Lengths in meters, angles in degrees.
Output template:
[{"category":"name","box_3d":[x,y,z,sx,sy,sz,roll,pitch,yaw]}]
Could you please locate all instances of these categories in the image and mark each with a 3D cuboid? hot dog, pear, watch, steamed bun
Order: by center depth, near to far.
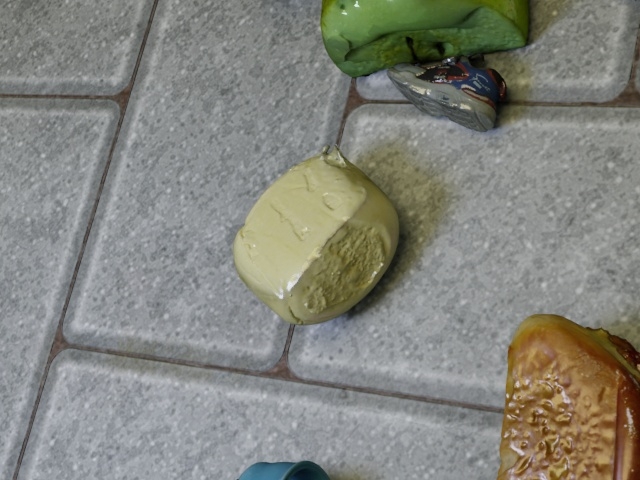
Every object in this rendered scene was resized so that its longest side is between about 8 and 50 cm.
[{"category":"hot dog","box_3d":[0.362,0.297,1.729,0.223,0.185,0.405,-4,68,31]},{"category":"watch","box_3d":[-0.057,0.427,1.918,0.211,0.211,0.193,-7,85,28]},{"category":"steamed bun","box_3d":[0.000,0.000,2.081,0.273,0.166,0.232,-50,42,-4]},{"category":"pear","box_3d":[0.141,-0.429,2.082,0.342,0.318,0.238,-7,70,24]}]

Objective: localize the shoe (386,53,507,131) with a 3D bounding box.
[{"category":"shoe","box_3d":[0.213,-0.266,2.101,0.227,0.099,0.125,29,84,37]}]
